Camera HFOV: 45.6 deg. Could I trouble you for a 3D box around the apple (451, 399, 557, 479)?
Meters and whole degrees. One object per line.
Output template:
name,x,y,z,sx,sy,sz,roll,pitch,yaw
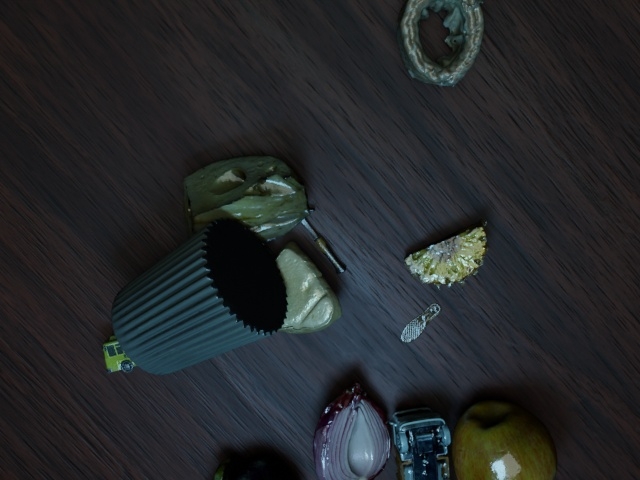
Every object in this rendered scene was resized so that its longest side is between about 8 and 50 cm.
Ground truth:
apple,0.447,0.522,1.890,0.264,0.264,0.264,1,101,3

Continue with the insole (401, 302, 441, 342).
insole,0.259,0.213,1.966,0.045,0.002,0.135,44,100,-6

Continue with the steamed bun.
steamed bun,-0.044,0.149,1.912,0.212,0.110,0.231,34,105,19

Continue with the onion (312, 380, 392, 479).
onion,0.069,0.488,1.957,0.227,0.120,0.283,-5,100,-38

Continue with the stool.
stool,-0.294,0.148,1.816,0.330,0.297,0.297,-29,99,26

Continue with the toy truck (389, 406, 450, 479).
toy truck,0.255,0.581,1.957,0.136,0.162,0.305,-7,101,-8

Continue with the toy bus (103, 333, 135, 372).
toy bus,-0.470,0.277,1.973,0.175,0.088,0.101,-14,99,3

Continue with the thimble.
thimble,0.272,-0.477,1.755,0.196,0.148,0.229,11,100,1

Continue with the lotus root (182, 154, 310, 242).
lotus root,-0.189,-0.100,1.867,0.314,0.142,0.210,-11,138,0

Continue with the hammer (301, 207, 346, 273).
hammer,0.000,0.000,1.926,0.078,0.021,0.201,-38,97,9

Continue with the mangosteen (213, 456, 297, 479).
mangosteen,-0.174,0.674,1.984,0.243,0.243,0.242,1,101,3

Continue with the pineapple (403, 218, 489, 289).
pineapple,0.333,0.053,1.896,0.233,0.079,0.135,-28,90,14
